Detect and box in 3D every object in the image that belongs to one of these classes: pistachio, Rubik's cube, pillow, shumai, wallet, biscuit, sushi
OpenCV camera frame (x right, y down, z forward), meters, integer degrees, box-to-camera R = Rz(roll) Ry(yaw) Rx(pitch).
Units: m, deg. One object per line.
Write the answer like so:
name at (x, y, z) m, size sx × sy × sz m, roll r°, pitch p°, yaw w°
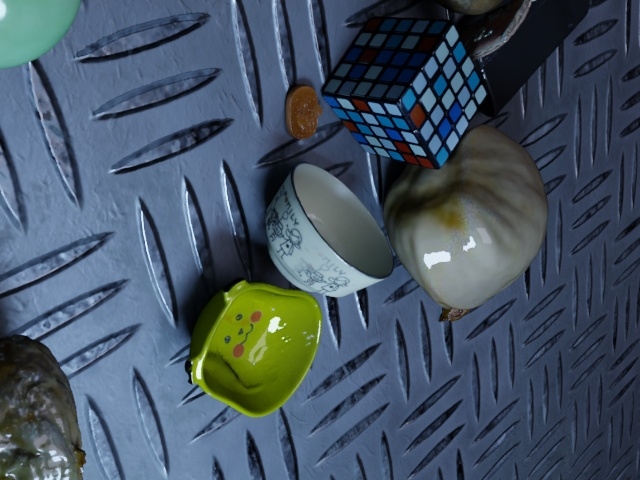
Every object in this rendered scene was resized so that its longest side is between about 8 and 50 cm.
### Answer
pistachio at (0.294, -0.051, 1.480) m, size 0.445 × 0.282 × 0.365 m, roll -25°, pitch 113°, yaw -54°
Rubik's cube at (0.147, -0.255, 1.302) m, size 0.184 × 0.182 × 0.187 m, roll -56°, pitch 135°, yaw -16°
pillow at (0.285, -0.371, 1.376) m, size 0.043 × 0.233 × 0.126 m, roll 44°, pitch 66°, yaw -19°
shumai at (-0.443, 0.274, 0.866) m, size 0.283 × 0.217 × 0.345 m, roll 11°, pitch 99°, yaw -48°
wallet at (0.443, -0.470, 1.613) m, size 0.406 × 0.062 × 0.228 m, roll -47°, pitch 132°, yaw -23°
biscuit at (-0.028, -0.215, 1.260) m, size 0.078 × 0.015 × 0.091 m, roll -16°, pitch 115°, yaw -43°
sushi at (0.309, 0.149, 1.715) m, size 0.099 × 0.047 × 0.050 m, roll -26°, pitch 111°, yaw -18°

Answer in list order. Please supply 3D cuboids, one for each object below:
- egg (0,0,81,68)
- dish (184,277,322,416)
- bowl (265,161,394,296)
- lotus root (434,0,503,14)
egg at (-0.359, -0.299, 0.741) m, size 0.220 × 0.220 × 0.269 m, roll -50°, pitch 126°, yaw -21°
dish at (-0.125, 0.159, 1.228) m, size 0.262 × 0.108 × 0.221 m, roll 31°, pitch 82°, yaw -48°
bowl at (0.000, 0.000, 1.240) m, size 0.126 × 0.237 × 0.238 m, roll -42°, pitch 144°, yaw 25°
lotus root at (0.275, -0.527, 1.307) m, size 0.192 × 0.272 × 0.272 m, roll 28°, pitch 84°, yaw -56°
